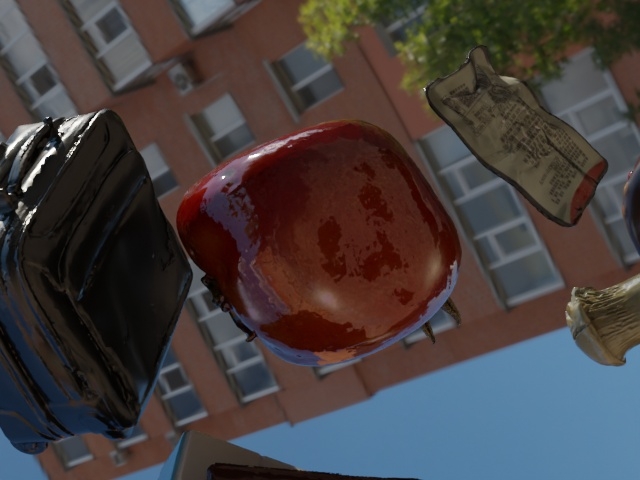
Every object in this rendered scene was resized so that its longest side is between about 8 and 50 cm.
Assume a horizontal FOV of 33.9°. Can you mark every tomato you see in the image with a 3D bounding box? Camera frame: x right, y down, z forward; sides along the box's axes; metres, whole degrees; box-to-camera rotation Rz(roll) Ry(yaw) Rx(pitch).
[{"bbox_3d":[0.000,0.000,1.253,0.293,0.290,0.325,54,176,-2],"label":"tomato"}]

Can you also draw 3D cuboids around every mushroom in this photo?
[{"bbox_3d":[0.319,0.042,0.907,0.223,0.092,0.081,-23,-85,-10],"label":"mushroom"}]

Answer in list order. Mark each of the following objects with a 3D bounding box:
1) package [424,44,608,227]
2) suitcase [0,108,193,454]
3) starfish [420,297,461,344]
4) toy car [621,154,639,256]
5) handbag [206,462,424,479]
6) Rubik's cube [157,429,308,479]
[{"bbox_3d":[0.229,-0.124,1.225,0.232,0.040,0.166,43,-133,-2],"label":"package"},{"bbox_3d":[-0.307,0.036,1.275,0.345,0.188,0.339,-75,-29,-52],"label":"suitcase"},{"bbox_3d":[0.166,0.080,1.925,0.240,0.043,0.227,-32,-100,-34],"label":"starfish"},{"bbox_3d":[0.582,-0.042,1.412,0.240,0.340,0.271,-36,-49,-77],"label":"toy car"},{"bbox_3d":[0.014,0.346,1.057,0.275,0.084,0.260,7,-143,-19],"label":"handbag"},{"bbox_3d":[-0.098,0.446,1.215,0.291,0.292,0.290,23,-137,-10],"label":"Rubik's cube"}]
